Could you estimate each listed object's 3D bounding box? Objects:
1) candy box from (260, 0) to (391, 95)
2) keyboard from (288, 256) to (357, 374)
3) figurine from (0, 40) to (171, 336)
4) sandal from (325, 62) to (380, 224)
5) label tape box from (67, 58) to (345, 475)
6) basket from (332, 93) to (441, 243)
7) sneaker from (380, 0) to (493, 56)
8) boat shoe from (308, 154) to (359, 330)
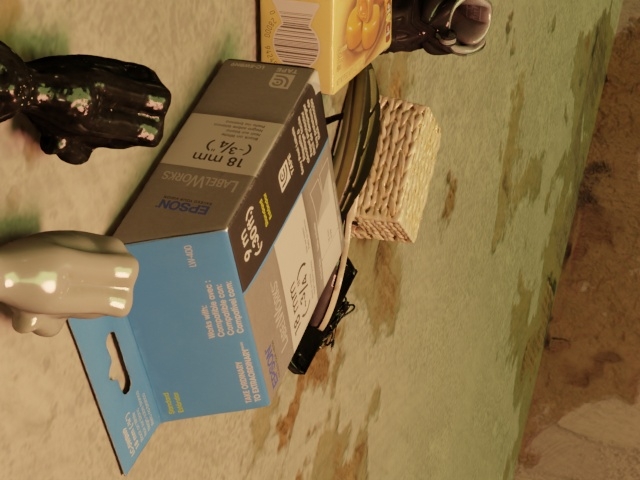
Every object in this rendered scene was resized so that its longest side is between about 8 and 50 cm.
[{"bbox_3d":[0.009,-0.326,1.420,0.183,0.087,0.316,-49,144,-57],"label":"candy box"},{"bbox_3d":[-0.012,0.084,1.680,0.100,0.038,0.192,59,41,-28],"label":"keyboard"},{"bbox_3d":[-0.210,-0.035,0.970,0.209,0.092,0.215,7,94,-63],"label":"figurine"},{"bbox_3d":[-0.006,-0.057,1.529,0.120,0.086,0.302,13,97,-80],"label":"sandal"},{"bbox_3d":[-0.089,0.030,1.297,0.240,0.106,0.333,80,27,-44],"label":"label tape box"},{"bbox_3d":[0.077,-0.087,1.713,0.113,0.103,0.167,46,55,-68],"label":"basket"},{"bbox_3d":[0.143,-0.293,1.720,0.268,0.153,0.101,-55,149,-51],"label":"sneaker"},{"bbox_3d":[0.000,0.000,1.622,0.075,0.065,0.206,-117,-142,-81],"label":"boat shoe"}]
